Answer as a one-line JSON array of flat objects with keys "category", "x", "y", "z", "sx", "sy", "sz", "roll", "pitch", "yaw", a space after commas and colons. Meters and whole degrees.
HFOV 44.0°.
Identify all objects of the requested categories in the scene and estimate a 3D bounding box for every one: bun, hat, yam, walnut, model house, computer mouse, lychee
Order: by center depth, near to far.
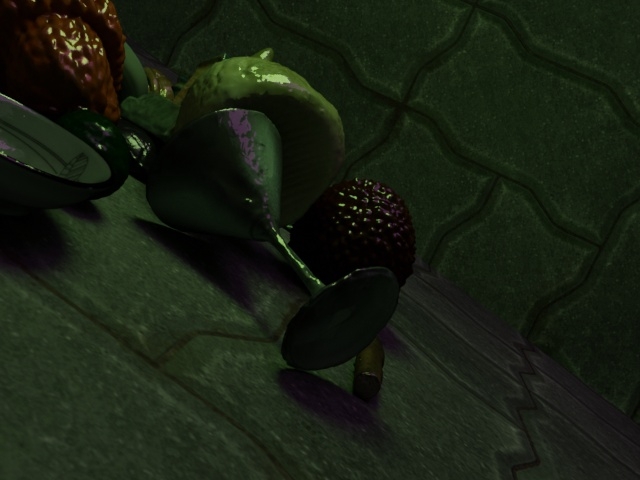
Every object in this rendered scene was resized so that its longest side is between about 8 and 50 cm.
[{"category": "hat", "x": -0.431, "y": -0.246, "z": 1.241, "sx": 0.285, "sy": 0.285, "sz": 0.400, "roll": 28, "pitch": 26, "yaw": -39}, {"category": "yam", "x": 0.081, "y": 0.209, "z": 1.344, "sx": 0.057, "sy": 0.056, "sz": 0.241, "roll": 36, "pitch": 11, "yaw": 0}, {"category": "bun", "x": -0.132, "y": -0.196, "z": 1.540, "sx": 0.227, "sy": 0.349, "sz": 0.352, "roll": -105, "pitch": 167, "yaw": -47}, {"category": "computer mouse", "x": -0.391, "y": -0.200, "z": 1.595, "sx": 0.217, "sy": 0.073, "sz": 0.122, "roll": 37, "pitch": 7, "yaw": 22}, {"category": "lychee", "x": 0.074, "y": 0.006, "z": 1.671, "sx": 0.276, "sy": 0.304, "sz": 0.275, "roll": 14, "pitch": 52, "yaw": -20}, {"category": "model house", "x": -0.230, "y": -0.307, "z": 1.733, "sx": 0.194, "sy": 0.325, "sz": 0.267, "roll": 32, "pitch": -9, "yaw": 34}, {"category": "walnut", "x": -0.444, "y": -0.365, "z": 2.023, "sx": 0.167, "sy": 0.149, "sz": 0.166, "roll": 13, "pitch": 43, "yaw": -12}]

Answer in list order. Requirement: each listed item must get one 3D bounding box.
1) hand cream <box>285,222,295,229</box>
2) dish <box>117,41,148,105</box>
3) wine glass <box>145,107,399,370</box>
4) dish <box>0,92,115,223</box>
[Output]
[{"category": "hand cream", "x": 0.000, "y": -0.001, "z": 2.062, "sx": 0.248, "sy": 0.052, "sz": 0.075, "roll": 36, "pitch": 9, "yaw": 0}, {"category": "dish", "x": -0.517, "y": -0.349, "z": 1.683, "sx": 0.273, "sy": 0.133, "sz": 0.273, "roll": 22, "pitch": -31, "yaw": 14}, {"category": "wine glass", "x": -0.070, "y": -0.003, "z": 1.263, "sx": 0.406, "sy": 0.267, "sz": 0.267, "roll": 47, "pitch": 14, "yaw": 35}, {"category": "dish", "x": -0.418, "y": -0.112, "z": 0.983, "sx": 0.316, "sy": 0.106, "sz": 0.316, "roll": 33, "pitch": 9, "yaw": -6}]
